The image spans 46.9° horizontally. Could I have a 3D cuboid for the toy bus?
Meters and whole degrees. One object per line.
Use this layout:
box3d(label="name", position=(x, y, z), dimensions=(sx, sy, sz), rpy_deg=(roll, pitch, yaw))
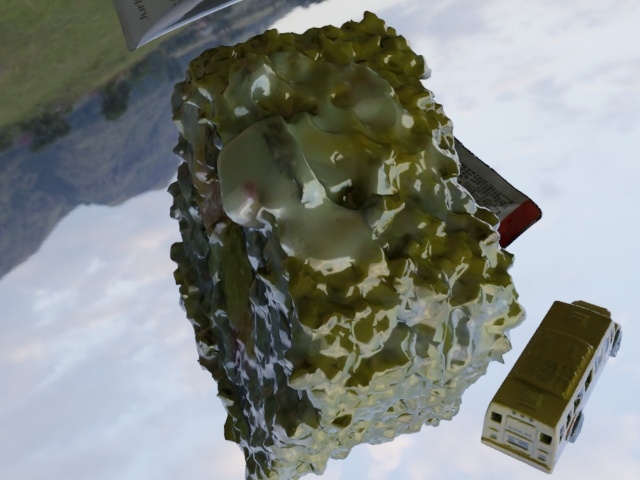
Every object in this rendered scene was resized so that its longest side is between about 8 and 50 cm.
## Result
box3d(label="toy bus", position=(0.365, 0.195, 1.131), dimensions=(0.121, 0.123, 0.335), rpy_deg=(18, -138, 30))

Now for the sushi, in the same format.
box3d(label="sushi", position=(0.000, 0.000, 0.694), dimensions=(0.240, 0.396, 0.351), rpy_deg=(-11, 154, -22))

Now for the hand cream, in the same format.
box3d(label="hand cream", position=(-0.122, -0.255, 0.728), dimensions=(0.186, 0.087, 0.054), rpy_deg=(-14, -168, 14))

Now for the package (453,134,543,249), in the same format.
box3d(label="package", position=(0.166, -0.072, 0.996), dimensions=(0.154, 0.030, 0.239), rpy_deg=(-40, -113, -16))
